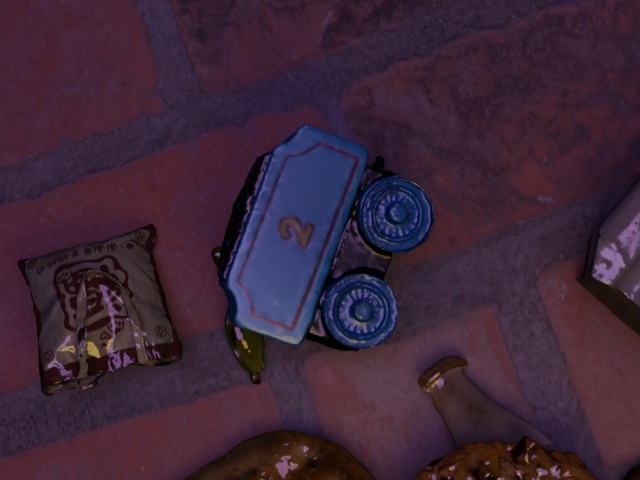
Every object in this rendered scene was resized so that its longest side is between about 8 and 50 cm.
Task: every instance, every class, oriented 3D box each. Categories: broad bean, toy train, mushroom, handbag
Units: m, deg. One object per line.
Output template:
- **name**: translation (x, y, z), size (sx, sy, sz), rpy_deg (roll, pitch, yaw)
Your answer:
- **broad bean**: translation (-0.118, 0.110, 1.444), size (0.048, 0.070, 0.214), rpy_deg (-18, 89, 27)
- **toy train**: translation (0.000, 0.000, 1.365), size (0.265, 0.188, 0.300), rpy_deg (20, 85, -8)
- **mushroom**: translation (0.227, 0.270, 1.379), size (0.225, 0.093, 0.116), rpy_deg (41, 69, 19)
- **handbag**: translation (-0.324, 0.094, 1.426), size (0.212, 0.127, 0.235), rpy_deg (-14, 57, -11)

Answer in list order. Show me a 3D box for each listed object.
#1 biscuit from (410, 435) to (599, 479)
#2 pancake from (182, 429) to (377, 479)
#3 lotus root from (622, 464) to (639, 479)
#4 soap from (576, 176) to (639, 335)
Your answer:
- **biscuit**: translation (0.236, 0.411, 1.305), size (0.334, 0.081, 0.289), rpy_deg (-27, 103, 14)
- **pancake**: translation (-0.088, 0.407, 1.293), size (0.386, 0.082, 0.387), rpy_deg (-13, 36, 10)
- **lotus root**: translation (0.472, 0.368, 1.345), size (0.112, 0.081, 0.122), rpy_deg (-34, 80, 7)
- **soap**: translation (0.600, -0.017, 1.317), size (0.350, 0.213, 0.435), rpy_deg (38, 87, 12)
